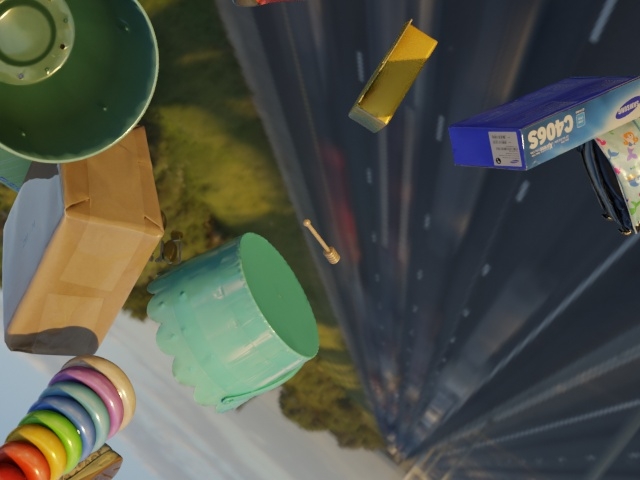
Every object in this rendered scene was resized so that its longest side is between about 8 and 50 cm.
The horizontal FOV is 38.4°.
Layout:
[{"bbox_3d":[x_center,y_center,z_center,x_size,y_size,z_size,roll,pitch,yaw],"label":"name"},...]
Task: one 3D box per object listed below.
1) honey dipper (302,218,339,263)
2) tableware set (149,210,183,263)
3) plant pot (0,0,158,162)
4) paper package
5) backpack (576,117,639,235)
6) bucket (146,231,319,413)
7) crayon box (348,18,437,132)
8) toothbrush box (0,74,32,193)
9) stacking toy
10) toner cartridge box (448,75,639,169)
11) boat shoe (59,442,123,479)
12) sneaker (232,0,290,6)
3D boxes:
[{"bbox_3d":[0.000,0.000,2.218,0.030,0.030,0.160,32,166,44],"label":"honey dipper"},{"bbox_3d":[-0.322,-0.007,1.825,0.024,0.104,0.154,2,175,24],"label":"tableware set"},{"bbox_3d":[-0.428,-0.294,1.411,0.293,0.293,0.235,47,174,-39],"label":"plant pot"},{"bbox_3d":[-0.425,-0.017,1.591,0.168,0.325,0.309,13,-141,-31],"label":"paper package"},{"bbox_3d":[0.624,-0.168,1.870,0.253,0.191,0.225,54,-170,-19],"label":"backpack"},{"bbox_3d":[-0.140,0.132,1.558,0.281,0.183,0.281,53,-162,-26],"label":"bucket"},{"bbox_3d":[0.149,-0.340,1.948,0.081,0.202,0.318,32,-177,-2],"label":"crayon box"},{"bbox_3d":[-0.550,-0.181,1.784,0.206,0.122,0.283,-9,147,38],"label":"toothbrush box"},{"bbox_3d":[-0.405,0.297,1.337,0.141,0.141,0.330,40,-153,1],"label":"stacking toy"},{"bbox_3d":[0.406,-0.214,1.627,0.165,0.348,0.075,13,121,51],"label":"toner cartridge box"},{"bbox_3d":[-0.508,0.464,1.739,0.089,0.104,0.285,41,-148,20],"label":"boat shoe"},{"bbox_3d":[-0.090,-0.663,2.235,0.090,0.270,0.145,-125,28,-45],"label":"sneaker"}]
